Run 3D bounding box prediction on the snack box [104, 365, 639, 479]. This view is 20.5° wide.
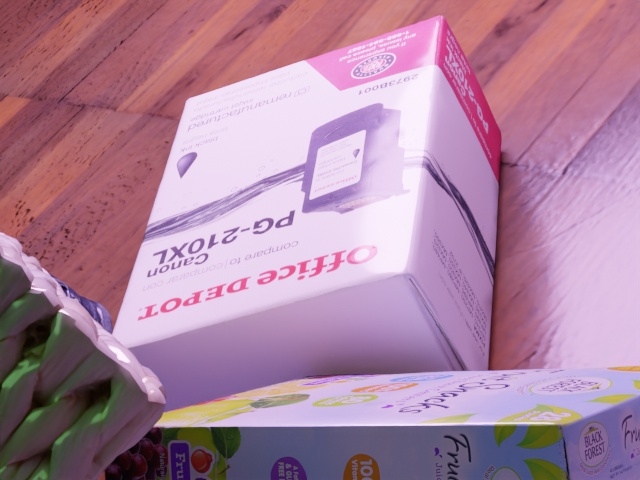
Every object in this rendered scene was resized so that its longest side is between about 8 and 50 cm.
[{"bbox_3d":[0.042,0.095,0.742,0.207,0.070,0.174,-3,2,30],"label":"snack box"}]

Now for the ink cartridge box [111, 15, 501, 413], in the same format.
[{"bbox_3d":[0.000,0.000,0.964,0.172,0.100,0.237,-16,34,20],"label":"ink cartridge box"}]

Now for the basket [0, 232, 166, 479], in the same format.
[{"bbox_3d":[-0.267,0.072,0.711,0.331,0.266,0.328,-49,9,-7],"label":"basket"}]

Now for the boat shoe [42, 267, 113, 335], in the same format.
[{"bbox_3d":[-0.164,0.106,0.987,0.065,0.083,0.183,-2,68,37],"label":"boat shoe"}]
